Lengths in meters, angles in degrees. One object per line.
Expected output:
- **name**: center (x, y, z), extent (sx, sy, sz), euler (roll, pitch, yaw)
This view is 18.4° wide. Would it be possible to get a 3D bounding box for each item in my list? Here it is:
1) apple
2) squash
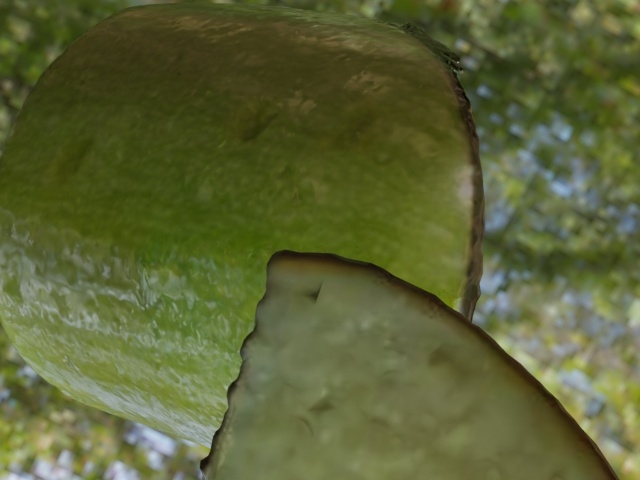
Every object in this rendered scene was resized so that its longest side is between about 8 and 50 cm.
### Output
- **apple**: center (0.004, 0.190, 0.541), extent (0.179, 0.254, 0.346), euler (31, -121, -32)
- **squash**: center (0.000, 0.000, 0.971), extent (0.309, 0.233, 0.210), euler (10, 180, 42)
